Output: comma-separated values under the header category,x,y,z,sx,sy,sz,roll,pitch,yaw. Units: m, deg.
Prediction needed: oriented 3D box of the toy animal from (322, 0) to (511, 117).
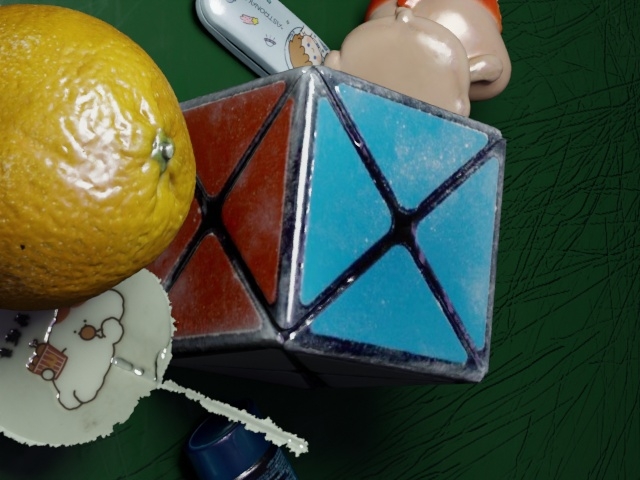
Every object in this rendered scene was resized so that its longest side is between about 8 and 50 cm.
category,x,y,z,sx,sy,sz,roll,pitch,yaw
toy animal,0.107,-0.197,1.650,0.171,0.171,0.197,61,33,-17

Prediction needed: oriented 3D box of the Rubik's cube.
category,x,y,z,sx,sy,sz,roll,pitch,yaw
Rubik's cube,0.000,0.000,1.482,0.260,0.255,0.259,12,78,-39

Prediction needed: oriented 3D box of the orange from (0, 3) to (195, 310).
category,x,y,z,sx,sy,sz,roll,pitch,yaw
orange,-0.226,-0.067,1.290,0.264,0.264,0.264,6,81,-39

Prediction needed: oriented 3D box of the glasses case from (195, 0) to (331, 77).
category,x,y,z,sx,sy,sz,roll,pitch,yaw
glasses case,-0.053,-0.205,1.600,0.178,0.045,0.067,38,60,-31

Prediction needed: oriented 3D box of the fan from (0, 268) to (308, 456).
category,x,y,z,sx,sy,sz,roll,pitch,yaw
fan,-0.158,0.113,1.357,0.329,0.009,0.190,21,72,11

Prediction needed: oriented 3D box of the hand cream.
category,x,y,z,sx,sy,sz,roll,pitch,yaw
hand cream,-0.042,0.285,1.546,0.120,0.061,0.270,-41,115,-34
